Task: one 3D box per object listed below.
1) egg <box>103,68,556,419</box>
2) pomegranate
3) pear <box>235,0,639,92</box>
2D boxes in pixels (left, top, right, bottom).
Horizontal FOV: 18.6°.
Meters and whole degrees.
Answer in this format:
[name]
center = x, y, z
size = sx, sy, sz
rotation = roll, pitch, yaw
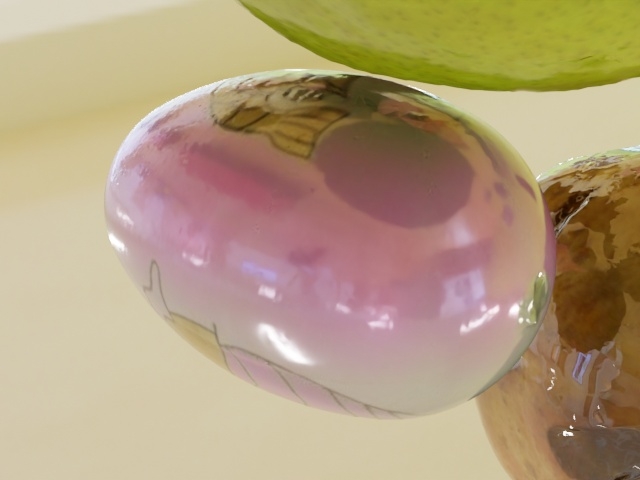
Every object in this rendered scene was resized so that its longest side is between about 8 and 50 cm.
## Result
[egg]
center = 0.000, 0.000, 1.109
size = 0.271, 0.196, 0.196
rotation = 4, -151, 21
[pomegranate]
center = 0.227, 0.067, 1.310
size = 0.281, 0.281, 0.281
rotation = -1, -151, 0
[pear]
center = 0.099, -0.242, 0.889
size = 0.391, 0.391, 0.391
rotation = -1, -151, 0
